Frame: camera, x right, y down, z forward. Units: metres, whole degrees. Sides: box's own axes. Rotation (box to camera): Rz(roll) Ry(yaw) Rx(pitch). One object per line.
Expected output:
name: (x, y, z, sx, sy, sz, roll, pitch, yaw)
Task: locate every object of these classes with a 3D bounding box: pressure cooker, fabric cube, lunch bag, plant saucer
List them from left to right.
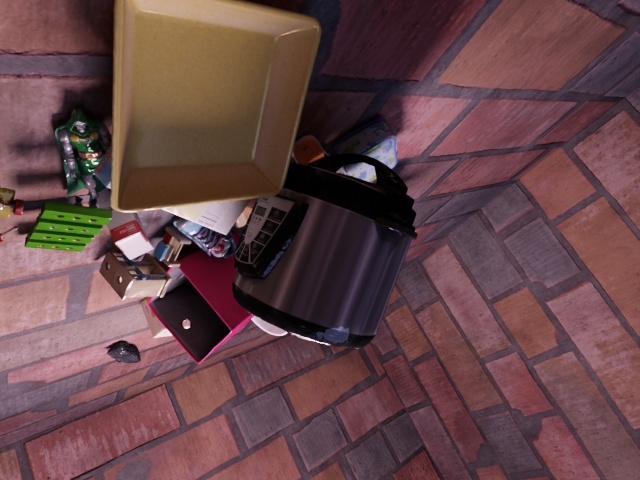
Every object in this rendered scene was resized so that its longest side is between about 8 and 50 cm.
plant saucer: (-0.180, -0.223, 0.709, 0.333, 0.081, 0.333, -11, 130, -41)
fabric cube: (-0.325, 0.172, 1.343, 0.259, 0.254, 0.258, -44, 176, 38)
pressure cooker: (0.019, -0.004, 1.018, 0.375, 0.370, 0.420, 13, 98, -81)
lunch bag: (0.136, -0.247, 1.242, 0.176, 0.090, 0.219, -29, 162, 4)

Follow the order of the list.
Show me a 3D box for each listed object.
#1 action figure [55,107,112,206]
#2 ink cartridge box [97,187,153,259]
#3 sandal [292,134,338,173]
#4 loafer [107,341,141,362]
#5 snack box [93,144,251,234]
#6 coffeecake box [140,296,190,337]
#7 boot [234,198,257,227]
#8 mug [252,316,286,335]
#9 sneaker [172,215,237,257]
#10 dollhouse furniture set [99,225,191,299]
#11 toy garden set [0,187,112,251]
action figure: (-0.408, -0.145, 0.770, 0.137, 0.063, 0.232, -17, 156, -22)
ink cartridge box: (-0.417, -0.042, 0.911, 0.056, 0.135, 0.099, -27, 163, -15)
sandal: (-0.010, -0.198, 1.181, 0.102, 0.076, 0.265, -31, 162, 10)
loafer: (-0.838, 0.486, 1.845, 0.078, 0.076, 0.223, -20, 156, -9)
snack box: (-0.249, -0.138, 0.856, 0.187, 0.060, 0.322, -53, 150, 4)
coffeecake box: (-0.540, 0.267, 1.564, 0.068, 0.142, 0.185, -35, 161, 18)
boot: (-0.157, -0.151, 1.134, 0.207, 0.090, 0.248, -37, 161, -20)
mug: (-0.144, 0.180, 1.730, 0.328, 0.276, 0.374, -37, -173, -41)
sneaker: (-0.292, -0.019, 1.165, 0.104, 0.125, 0.262, -40, 163, 2)
dollhouse furniture set: (-0.464, 0.041, 1.138, 0.183, 0.129, 0.129, -60, 153, 13)
toy garden set: (-0.541, -0.040, 0.825, 0.204, 0.049, 0.244, 8, 159, -40)
